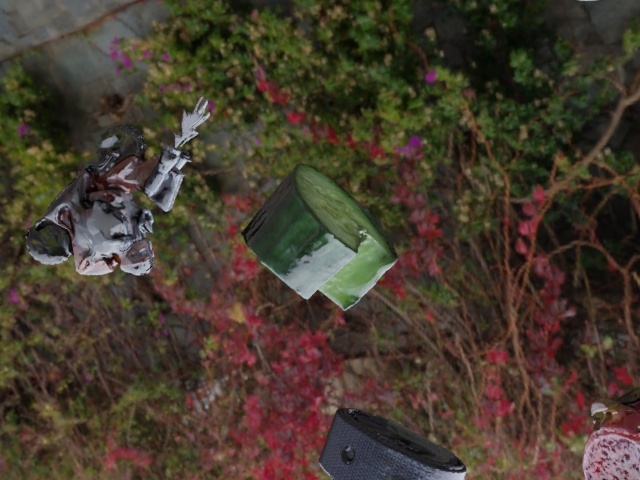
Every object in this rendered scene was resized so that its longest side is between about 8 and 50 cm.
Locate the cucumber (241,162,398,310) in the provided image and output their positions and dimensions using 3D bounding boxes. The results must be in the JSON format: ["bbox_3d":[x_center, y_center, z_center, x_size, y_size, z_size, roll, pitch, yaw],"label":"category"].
[{"bbox_3d":[-0.008,-0.006,1.040,0.130,0.191,0.191,-52,-164,11],"label":"cucumber"}]

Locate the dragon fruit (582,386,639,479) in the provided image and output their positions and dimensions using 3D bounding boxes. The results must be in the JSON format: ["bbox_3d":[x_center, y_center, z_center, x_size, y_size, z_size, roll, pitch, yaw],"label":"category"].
[{"bbox_3d":[0.416,0.279,0.958,0.147,0.211,0.282,-1,171,-22],"label":"dragon fruit"}]

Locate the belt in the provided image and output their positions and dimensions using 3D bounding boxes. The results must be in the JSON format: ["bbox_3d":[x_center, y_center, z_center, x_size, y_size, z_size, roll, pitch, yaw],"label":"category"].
[{"bbox_3d":[0.108,0.362,1.248,0.231,0.126,0.140,20,-177,30],"label":"belt"}]

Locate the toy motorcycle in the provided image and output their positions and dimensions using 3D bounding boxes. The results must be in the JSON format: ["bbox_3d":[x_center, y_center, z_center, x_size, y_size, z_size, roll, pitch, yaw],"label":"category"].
[{"bbox_3d":[-0.314,-0.085,1.338,0.401,0.207,0.134,-51,179,6],"label":"toy motorcycle"}]
